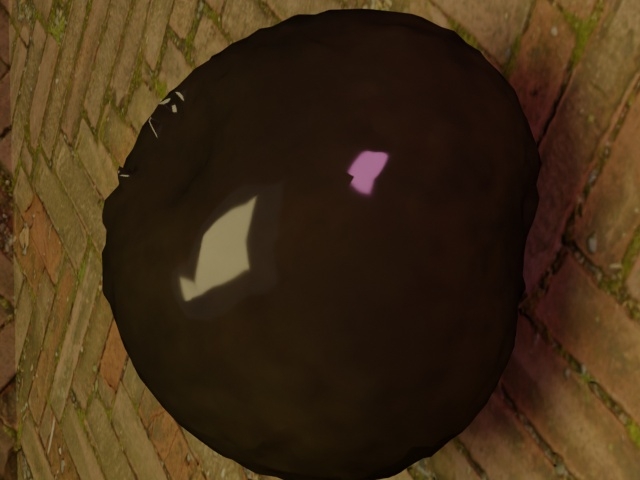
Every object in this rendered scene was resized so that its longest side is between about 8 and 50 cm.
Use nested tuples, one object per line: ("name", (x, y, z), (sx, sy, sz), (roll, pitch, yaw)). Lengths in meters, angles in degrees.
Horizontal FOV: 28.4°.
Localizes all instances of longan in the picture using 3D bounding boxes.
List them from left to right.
("longan", (-0.008, 0.003, 1.180), (0.404, 0.404, 0.436), (15, 104, 58))
